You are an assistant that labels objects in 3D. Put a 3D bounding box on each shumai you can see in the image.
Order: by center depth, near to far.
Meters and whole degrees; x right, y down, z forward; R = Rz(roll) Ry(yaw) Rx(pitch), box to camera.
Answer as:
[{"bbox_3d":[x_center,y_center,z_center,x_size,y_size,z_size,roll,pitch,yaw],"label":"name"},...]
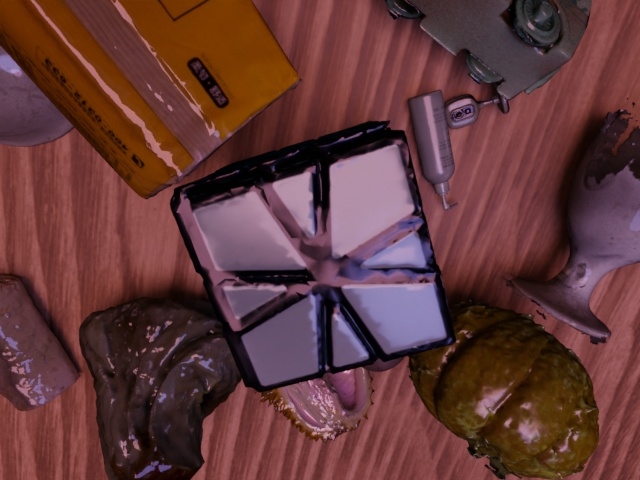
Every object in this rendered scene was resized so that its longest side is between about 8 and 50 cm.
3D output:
[{"bbox_3d":[-0.294,0.274,0.681,0.303,0.264,0.309,21,124,-14],"label":"shumai"}]

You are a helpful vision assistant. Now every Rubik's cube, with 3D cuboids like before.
[{"bbox_3d":[0.000,0.000,0.605,0.288,0.283,0.294,-14,103,7],"label":"Rubik's cube"}]

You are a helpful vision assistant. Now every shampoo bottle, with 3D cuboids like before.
[{"bbox_3d":[0.189,-0.141,0.674,0.056,0.056,0.195,-14,106,6],"label":"shampoo bottle"}]

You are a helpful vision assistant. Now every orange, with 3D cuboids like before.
[{"bbox_3d":[0.297,0.230,0.662,0.301,0.300,0.223,36,91,-32],"label":"orange"}]

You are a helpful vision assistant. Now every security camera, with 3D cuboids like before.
[{"bbox_3d":[0.245,-0.211,0.657,0.092,0.058,0.058,-22,106,16],"label":"security camera"}]

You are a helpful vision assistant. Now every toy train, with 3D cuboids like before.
[{"bbox_3d":[0.207,-0.344,0.555,0.326,0.129,0.159,34,71,-9],"label":"toy train"}]

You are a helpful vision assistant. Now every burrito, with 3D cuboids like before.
[{"bbox_3d":[-0.593,0.175,0.768,0.143,0.105,0.300,-20,108,11],"label":"burrito"}]

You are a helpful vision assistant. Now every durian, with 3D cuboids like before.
[{"bbox_3d":[-0.018,0.257,0.768,0.249,0.183,0.138,41,135,-9],"label":"durian"}]

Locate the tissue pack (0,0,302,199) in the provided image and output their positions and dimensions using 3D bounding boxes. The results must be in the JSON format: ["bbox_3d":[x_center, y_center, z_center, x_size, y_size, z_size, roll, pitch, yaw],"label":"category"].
[{"bbox_3d":[-0.246,-0.262,0.490,0.228,0.293,0.382,-44,110,-22],"label":"tissue pack"}]

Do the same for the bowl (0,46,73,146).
[{"bbox_3d":[-0.514,-0.290,0.598,0.312,0.146,0.314,1,108,2],"label":"bowl"}]

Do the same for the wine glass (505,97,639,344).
[{"bbox_3d":[0.458,-0.029,0.638,0.190,0.190,0.357,21,109,-5],"label":"wine glass"}]

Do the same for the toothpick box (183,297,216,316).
[{"bbox_3d":[-0.216,0.140,0.773,0.083,0.052,0.052,12,107,-3],"label":"toothpick box"}]

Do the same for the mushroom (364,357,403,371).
[{"bbox_3d":[0.084,0.159,0.703,0.141,0.188,0.117,-35,106,-3],"label":"mushroom"}]
